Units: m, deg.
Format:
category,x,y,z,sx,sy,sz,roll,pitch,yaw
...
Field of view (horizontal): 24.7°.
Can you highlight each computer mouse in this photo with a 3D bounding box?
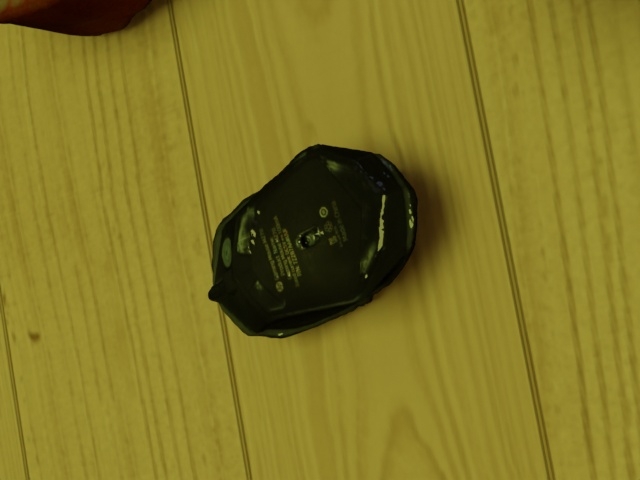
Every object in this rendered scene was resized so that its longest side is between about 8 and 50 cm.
category,x,y,z,sx,sy,sz,roll,pitch,yaw
computer mouse,0.000,0.000,0.962,0.192,0.062,0.106,-27,75,43

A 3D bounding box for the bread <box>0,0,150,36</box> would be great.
category,x,y,z,sx,sy,sz,roll,pitch,yaw
bread,-0.189,-0.307,1.075,0.327,0.114,0.295,-37,68,33
